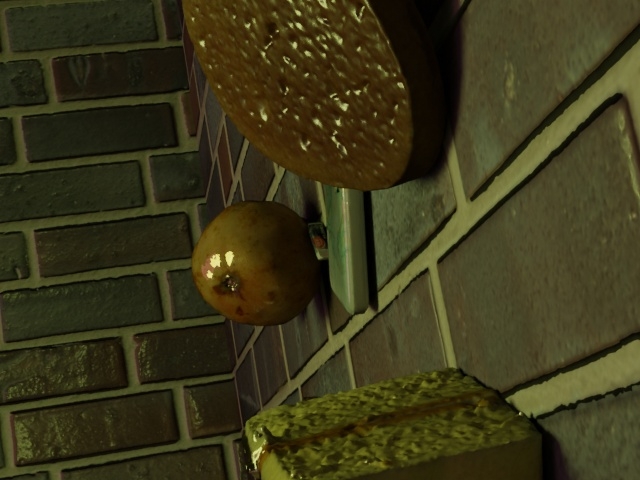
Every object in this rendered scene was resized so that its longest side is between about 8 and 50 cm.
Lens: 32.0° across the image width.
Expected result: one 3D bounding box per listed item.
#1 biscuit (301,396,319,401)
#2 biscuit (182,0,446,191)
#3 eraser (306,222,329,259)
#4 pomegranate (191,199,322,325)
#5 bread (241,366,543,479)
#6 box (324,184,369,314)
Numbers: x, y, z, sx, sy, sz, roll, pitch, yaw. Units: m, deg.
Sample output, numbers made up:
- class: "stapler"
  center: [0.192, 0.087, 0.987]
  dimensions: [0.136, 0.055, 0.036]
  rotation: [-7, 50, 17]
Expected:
- class: "biscuit"
  center: [-0.010, 0.359, 1.948]
  dimensions: [0.215, 0.034, 0.182]
  rotation: [-129, 34, -69]
- class: "biscuit"
  center: [-0.017, -0.214, 1.177]
  dimensions: [0.394, 0.070, 0.350]
  rotation: [25, 141, 48]
- class: "eraser"
  center: [0.000, 0.000, 1.696]
  dimensions: [0.099, 0.027, 0.019]
  rotation: [-110, 18, -51]
- class: "pomegranate"
  center: [-0.100, 0.037, 1.762]
  dimensions: [0.207, 0.207, 0.207]
  rotation: [173, 90, -79]
- class: "bread"
  center: [0.052, 0.243, 1.029]
  dimensions: [0.263, 0.236, 0.198]
  rotation: [-146, 53, -77]
- class: "box"
  center: [0.031, -0.052, 1.475]
  dimensions: [0.142, 0.044, 0.285]
  rotation: [-125, 30, -75]
